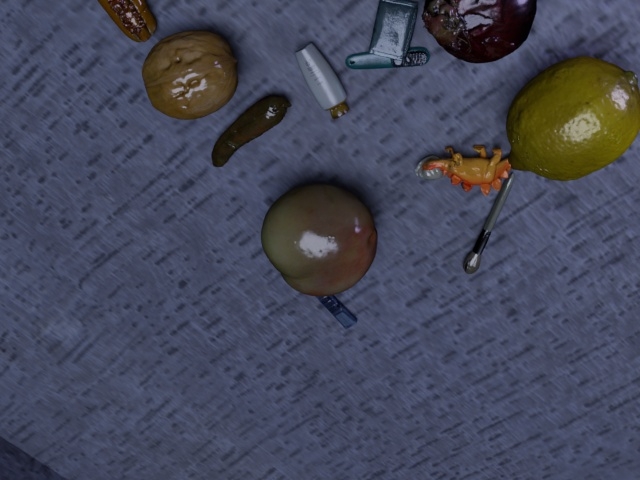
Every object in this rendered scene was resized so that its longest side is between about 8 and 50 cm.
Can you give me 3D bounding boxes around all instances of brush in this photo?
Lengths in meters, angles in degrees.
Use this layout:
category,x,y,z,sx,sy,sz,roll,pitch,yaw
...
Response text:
category,x,y,z,sx,sy,sz,roll,pitch,yaw
brush,0.421,-0.038,1.873,0.042,0.039,0.299,17,121,1
brush,0.151,-0.409,1.697,0.193,0.032,0.043,-3,121,10

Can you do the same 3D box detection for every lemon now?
category,x,y,z,sx,sy,sz,roll,pitch,yaw
lemon,0.533,-0.255,1.600,0.245,0.245,0.320,44,125,-16

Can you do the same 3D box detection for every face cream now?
category,x,y,z,sx,sy,sz,roll,pitch,yaw
face cream,0.005,-0.369,1.736,0.072,0.051,0.182,-24,113,21

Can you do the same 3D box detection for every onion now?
category,x,y,z,sx,sy,sz,roll,pitch,yaw
onion,0.335,-0.494,1.505,0.221,0.281,0.281,47,127,29

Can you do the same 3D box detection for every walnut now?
category,x,y,z,sx,sy,sz,roll,pitch,yaw
walnut,-0.293,-0.378,1.708,0.222,0.195,0.195,-18,116,12

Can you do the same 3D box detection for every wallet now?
category,x,y,z,sx,sy,sz,roll,pitch,yaw
wallet,0.162,-0.468,1.651,0.088,0.026,0.129,12,105,2

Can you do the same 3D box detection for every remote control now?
category,x,y,z,sx,sy,sz,roll,pitch,yaw
remote control,0.039,0.187,2.084,0.043,0.027,0.152,-36,111,22

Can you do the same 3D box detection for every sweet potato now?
category,x,y,z,sx,sy,sz,roll,pitch,yaw
sweet potato,-0.184,-0.267,1.822,0.273,0.075,0.075,-35,110,28

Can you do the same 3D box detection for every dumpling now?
category,x,y,z,sx,sy,sz,roll,pitch,yaw
dumpling,0.270,-0.176,1.814,0.077,0.043,0.059,8,100,9

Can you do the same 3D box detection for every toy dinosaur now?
category,x,y,z,sx,sy,sz,roll,pitch,yaw
toy dinosaur,0.385,-0.165,1.781,0.288,0.070,0.117,-2,113,0

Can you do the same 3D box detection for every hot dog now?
category,x,y,z,sx,sy,sz,roll,pitch,yaw
hot dog,-0.464,-0.561,1.688,0.102,0.076,0.249,-17,117,23

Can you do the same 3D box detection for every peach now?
category,x,y,z,sx,sy,sz,roll,pitch,yaw
peach,0.001,0.001,1.845,0.292,0.247,0.292,18,127,26
